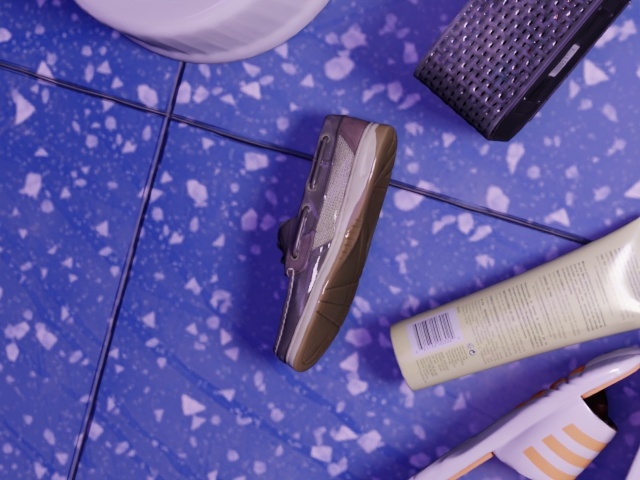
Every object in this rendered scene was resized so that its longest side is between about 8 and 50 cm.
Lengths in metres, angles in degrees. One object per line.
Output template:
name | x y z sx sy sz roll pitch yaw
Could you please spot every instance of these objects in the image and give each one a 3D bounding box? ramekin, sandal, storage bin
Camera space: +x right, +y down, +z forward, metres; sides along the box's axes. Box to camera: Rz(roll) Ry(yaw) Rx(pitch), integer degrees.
ramekin | -0.114 -0.293 1.547 0.277 0.135 0.277 1 92 16
sandal | 0.173 0.177 1.509 0.265 0.102 0.076 -36 84 23
storage bin | 0.171 -0.174 1.476 0.084 0.122 0.180 41 102 11

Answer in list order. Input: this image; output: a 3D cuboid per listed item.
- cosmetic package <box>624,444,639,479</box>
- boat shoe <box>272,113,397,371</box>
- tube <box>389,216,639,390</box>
cosmetic package | 0.287 0.200 1.463 0.085 0.117 0.231 25 100 13
boat shoe | 0.000 -0.001 1.560 0.073 0.080 0.224 21 92 20
tube | 0.179 0.062 1.522 0.240 0.062 0.070 -21 130 11
